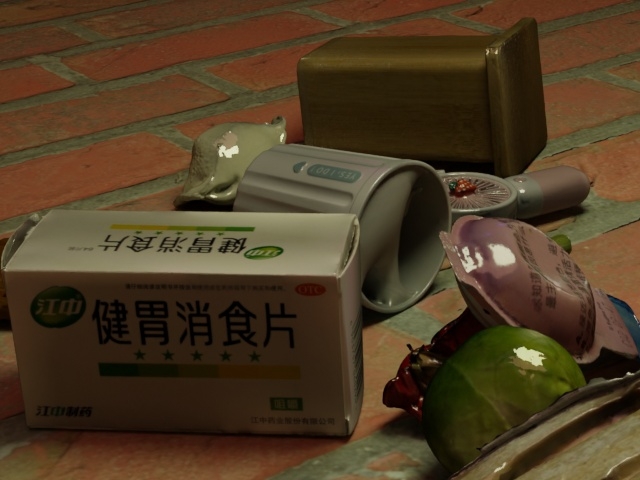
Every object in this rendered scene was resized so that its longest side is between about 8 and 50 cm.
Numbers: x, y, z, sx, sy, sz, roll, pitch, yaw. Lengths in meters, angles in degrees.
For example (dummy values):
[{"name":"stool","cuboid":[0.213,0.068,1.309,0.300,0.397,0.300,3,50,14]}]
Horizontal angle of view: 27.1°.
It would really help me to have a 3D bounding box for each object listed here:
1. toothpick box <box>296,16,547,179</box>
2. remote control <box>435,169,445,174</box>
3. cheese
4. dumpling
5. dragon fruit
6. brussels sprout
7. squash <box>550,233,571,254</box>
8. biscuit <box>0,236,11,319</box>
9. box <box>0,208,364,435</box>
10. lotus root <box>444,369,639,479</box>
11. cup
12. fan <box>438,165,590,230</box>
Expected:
[{"name":"toothpick box","cuboid":[0.140,-0.200,1.863,0.308,0.190,0.187,3,24,25]},{"name":"remote control","cuboid":[0.032,-0.053,1.674,0.250,0.034,0.103,-12,6,-19]},{"name":"cheese","cuboid":[0.221,0.055,1.256,0.286,0.074,0.189,21,35,-37]},{"name":"dumpling","cuboid":[-0.128,-0.095,1.748,0.181,0.111,0.155,-10,-7,-33]},{"name":"dragon fruit","cuboid":[0.119,0.101,1.275,0.122,0.092,0.192,17,31,37]},{"name":"brussels sprout","cuboid":[0.162,0.146,1.124,0.155,0.155,0.117,5,-9,16]},{"name":"squash","cuboid":[0.250,0.016,1.536,0.083,0.028,0.027,-16,27,-26]},{"name":"biscuit","cuboid":[-0.329,0.041,1.528,0.212,0.036,0.212,-3,23,1]},{"name":"box","cuboid":[-0.127,0.074,1.262,0.332,0.173,0.145,1,24,8]},{"name":"lotus root","cuboid":[0.208,0.189,0.997,0.329,0.078,0.167,-28,27,-2]},{"name":"cup","cuboid":[0.001,-0.015,1.466,0.202,0.167,0.221,15,25,41]},{"name":"fan","cuboid":[0.222,-0.051,1.631,0.244,0.074,0.130,-14,26,-25]}]
